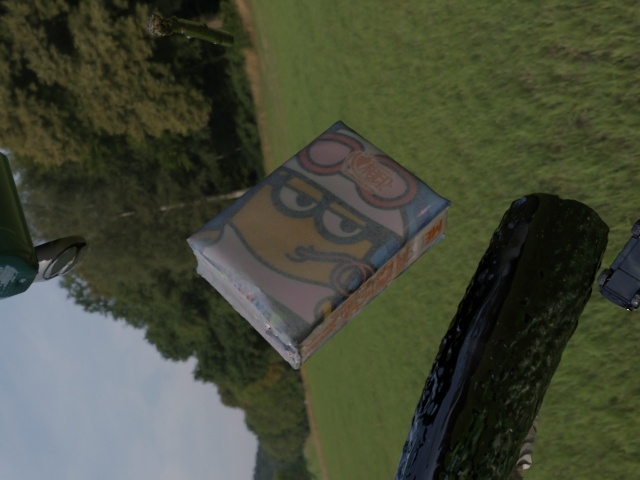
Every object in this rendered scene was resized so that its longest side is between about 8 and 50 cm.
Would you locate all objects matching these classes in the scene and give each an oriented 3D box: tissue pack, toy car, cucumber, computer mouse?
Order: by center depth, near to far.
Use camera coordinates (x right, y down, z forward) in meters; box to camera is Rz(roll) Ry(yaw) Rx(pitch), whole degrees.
[{"bbox_3d":[0.108,0.080,0.435,0.241,0.074,0.074,-59,-16,-22],"label":"cucumber"},{"bbox_3d":[0.000,0.000,0.498,0.115,0.155,0.065,41,157,24],"label":"tissue pack"},{"bbox_3d":[-0.314,0.025,0.805,0.066,0.096,0.039,-13,-95,-76],"label":"computer mouse"},{"bbox_3d":[0.466,0.023,0.985,0.071,0.165,0.062,39,-170,37],"label":"toy car"}]

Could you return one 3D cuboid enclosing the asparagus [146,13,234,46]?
[{"bbox_3d":[-0.098,-0.161,0.534,0.018,0.015,0.127,64,-160,-2],"label":"asparagus"}]

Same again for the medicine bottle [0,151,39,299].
[{"bbox_3d":[-0.381,-0.035,0.737,0.079,0.124,0.258,-51,50,29],"label":"medicine bottle"}]

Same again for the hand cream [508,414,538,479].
[{"bbox_3d":[0.254,0.253,0.925,0.084,0.050,0.257,47,-127,-27],"label":"hand cream"}]
